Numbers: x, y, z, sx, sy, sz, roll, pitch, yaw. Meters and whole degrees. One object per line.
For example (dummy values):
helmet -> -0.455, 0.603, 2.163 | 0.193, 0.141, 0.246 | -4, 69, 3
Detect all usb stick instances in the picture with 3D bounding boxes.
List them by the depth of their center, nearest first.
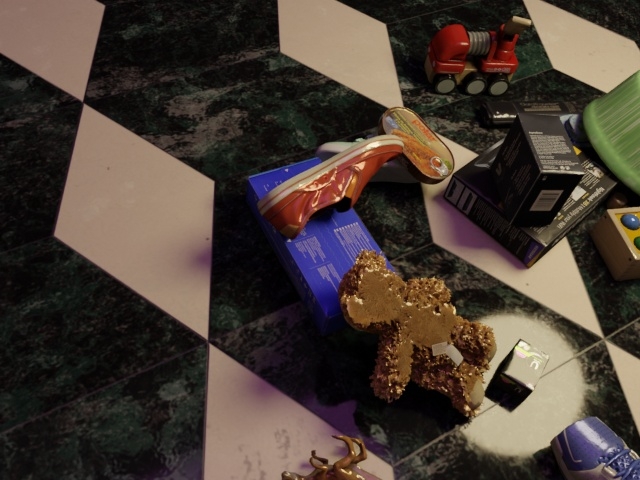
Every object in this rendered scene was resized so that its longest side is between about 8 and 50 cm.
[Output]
usb stick -> 0.528, -0.314, 1.522 | 0.278, 0.045, 0.077 | -4, 48, -11

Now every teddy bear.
teddy bear -> 0.161, 0.160, 1.044 | 0.338, 0.113, 0.245 | 19, 69, -22

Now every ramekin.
ramekin -> 0.753, -0.239, 1.376 | 0.304, 0.148, 0.303 | 18, 49, -22

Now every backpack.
backpack -> 0.611, -0.252, 1.465 | 0.105, 0.084, 0.114 | -4, 51, -15

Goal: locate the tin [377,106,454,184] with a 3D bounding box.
tin -> 0.201, -0.199, 1.300 | 0.106, 0.040, 0.189 | -39, 85, -28

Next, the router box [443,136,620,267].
router box -> 0.461, -0.116, 1.342 | 0.309, 0.081, 0.243 | -33, 65, -28

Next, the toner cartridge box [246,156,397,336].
toner cartridge box -> 0.000, 0.000, 1.191 | 0.165, 0.075, 0.347 | -18, 59, -22

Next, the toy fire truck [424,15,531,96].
toy fire truck -> 0.389, -0.469, 1.488 | 0.217, 0.246, 0.158 | 0, 53, -9

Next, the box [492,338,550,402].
box -> 0.355, 0.229, 1.090 | 0.062, 0.052, 0.083 | 32, 56, 16

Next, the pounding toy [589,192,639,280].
pounding toy -> 0.677, -0.033, 1.306 | 0.181, 0.094, 0.206 | -5, 55, -12

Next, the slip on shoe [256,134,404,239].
slip on shoe -> 0.036, -0.104, 1.167 | 0.331, 0.123, 0.101 | -32, 87, -28

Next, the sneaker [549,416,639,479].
sneaker -> 0.508, 0.391, 0.913 | 0.128, 0.182, 0.315 | -18, 59, -22

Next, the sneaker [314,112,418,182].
sneaker -> 0.105, -0.209, 1.347 | 0.256, 0.094, 0.151 | 5, 59, -17

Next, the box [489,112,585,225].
box -> 0.416, -0.137, 1.201 | 0.093, 0.156, 0.158 | 0, 54, -9

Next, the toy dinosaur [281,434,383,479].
toy dinosaur -> 0.049, 0.363, 0.951 | 0.212, 0.064, 0.112 | 5, 71, 6
